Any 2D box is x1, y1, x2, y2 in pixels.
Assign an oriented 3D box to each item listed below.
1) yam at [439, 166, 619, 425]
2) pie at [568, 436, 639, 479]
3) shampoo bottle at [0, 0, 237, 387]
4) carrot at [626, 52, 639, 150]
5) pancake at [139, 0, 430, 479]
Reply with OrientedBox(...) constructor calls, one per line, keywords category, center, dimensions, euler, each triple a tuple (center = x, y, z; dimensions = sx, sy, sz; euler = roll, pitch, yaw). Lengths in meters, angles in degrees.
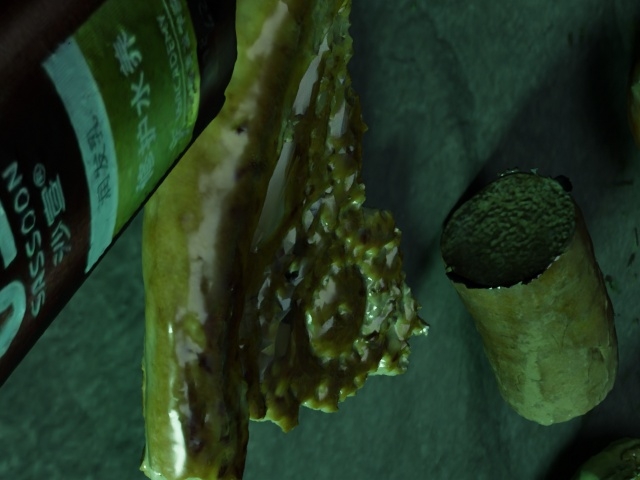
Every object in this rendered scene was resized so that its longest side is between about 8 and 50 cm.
OrientedBox(category="yam", center=(0.117, 0.032, 0.871), dimensions=(0.084, 0.084, 0.127), euler=(-53, 141, -25))
OrientedBox(category="pie", center=(0.188, 0.263, 1.043), dimensions=(0.306, 0.071, 0.306), euler=(-17, 112, -48))
OrientedBox(category="shampoo bottle", center=(-0.121, -0.006, 0.475), dimensions=(0.323, 0.084, 0.129), euler=(-58, 150, -51))
OrientedBox(category="carrot", center=(0.262, -0.070, 0.976), dimensions=(0.225, 0.159, 0.159), euler=(10, 95, -41))
OrientedBox(category="pancake", center=(0.000, 0.000, 0.730), dimensions=(0.244, 0.057, 0.266), euler=(31, 77, -52))
